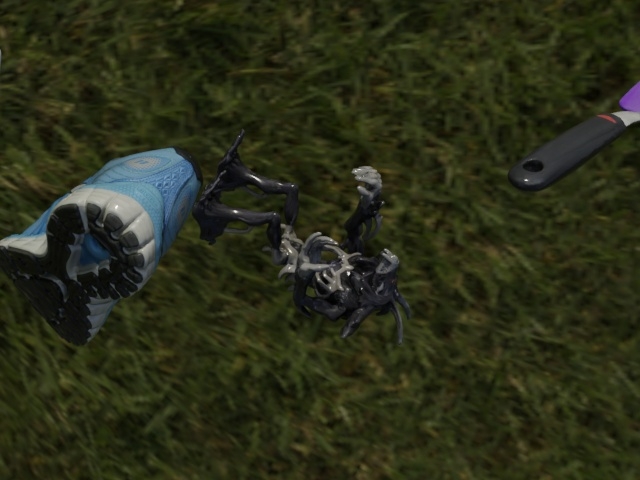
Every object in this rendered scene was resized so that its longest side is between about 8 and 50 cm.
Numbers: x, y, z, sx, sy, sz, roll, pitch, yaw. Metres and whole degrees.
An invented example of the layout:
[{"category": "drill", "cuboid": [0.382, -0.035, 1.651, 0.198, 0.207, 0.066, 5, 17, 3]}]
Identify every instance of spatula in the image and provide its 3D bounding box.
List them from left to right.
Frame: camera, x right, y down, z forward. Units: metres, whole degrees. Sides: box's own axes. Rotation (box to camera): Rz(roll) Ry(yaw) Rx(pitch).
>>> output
[{"category": "spatula", "cuboid": [0.220, -0.083, 1.116, 0.296, 0.084, 0.030, -23, 131, -47]}]

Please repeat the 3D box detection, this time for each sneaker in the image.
[{"category": "sneaker", "cuboid": [-0.098, -0.001, 0.718, 0.063, 0.162, 0.073, 51, 59, -10]}]

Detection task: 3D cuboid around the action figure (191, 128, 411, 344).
[{"category": "action figure", "cuboid": [0.000, 0.000, 1.676, 0.275, 0.141, 0.164, 32, 44, -5]}]
